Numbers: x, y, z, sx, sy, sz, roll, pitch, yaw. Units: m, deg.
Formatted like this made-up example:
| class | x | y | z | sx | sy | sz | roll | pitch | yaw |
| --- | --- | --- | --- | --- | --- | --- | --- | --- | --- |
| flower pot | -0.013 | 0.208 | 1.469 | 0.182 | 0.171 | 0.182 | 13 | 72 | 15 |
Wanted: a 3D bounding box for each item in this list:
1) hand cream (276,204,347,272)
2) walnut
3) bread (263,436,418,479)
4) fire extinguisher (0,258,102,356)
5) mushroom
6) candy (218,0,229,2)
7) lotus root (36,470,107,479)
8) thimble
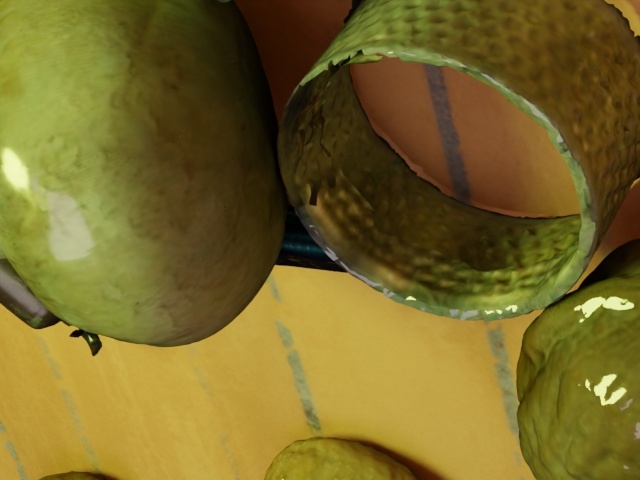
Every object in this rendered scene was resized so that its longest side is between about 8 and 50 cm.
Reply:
| class | x | y | z | sx | sy | sz | roll | pitch | yaw |
| --- | --- | --- | --- | --- | --- | --- | --- | --- | --- |
| hand cream | 0.000 | 0.000 | 1.550 | 0.271 | 0.061 | 0.120 | 10 | 175 | 26 |
| walnut | 0.278 | 0.123 | 1.376 | 0.283 | 0.227 | 0.283 | 13 | 146 | 9 |
| bread | 0.038 | 0.313 | 1.777 | 0.244 | 0.134 | 0.244 | 20 | 137 | 20 |
| fire extinguisher | -0.321 | 0.018 | 1.771 | 0.268 | 0.089 | 0.072 | 41 | 94 | -7 |
| mushroom | -0.163 | -0.073 | 1.398 | 0.260 | 0.352 | 0.352 | -17 | 121 | 9 |
| candy | 0.015 | -0.335 | 1.205 | 0.398 | 0.172 | 0.263 | -22 | 126 | 22 |
| lotus root | -0.293 | 0.337 | 2.019 | 0.138 | 0.138 | 0.214 | 41 | 139 | -7 |
| thimble | 0.109 | -0.079 | 1.355 | 0.271 | 0.150 | 0.270 | 18 | 136 | 18 |
